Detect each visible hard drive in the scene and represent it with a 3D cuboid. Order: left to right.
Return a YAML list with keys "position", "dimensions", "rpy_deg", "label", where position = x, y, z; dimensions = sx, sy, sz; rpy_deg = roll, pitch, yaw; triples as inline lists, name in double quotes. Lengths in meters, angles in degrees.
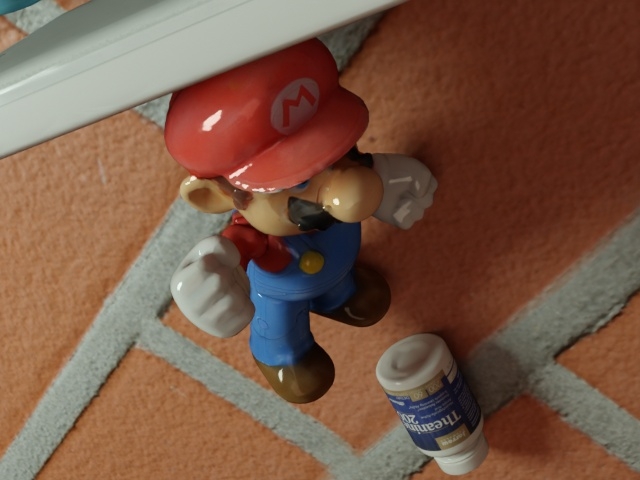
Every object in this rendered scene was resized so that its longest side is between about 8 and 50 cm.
- position: [-0.059, -0.146, 0.546]
  dimensions: [0.353, 0.233, 0.047]
  rpy_deg: [-16, 115, 25]
  label: "hard drive"

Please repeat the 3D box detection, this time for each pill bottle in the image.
- position: [0.102, 0.146, 0.799]
  dimensions: [0.067, 0.067, 0.120]
  rpy_deg: [-17, 116, 26]
  label: "pill bottle"

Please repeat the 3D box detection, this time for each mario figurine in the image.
- position: [0.000, 0.000, 0.620]
  dimensions: [0.170, 0.198, 0.320]
  rpy_deg: [-5, 144, 6]
  label: "mario figurine"

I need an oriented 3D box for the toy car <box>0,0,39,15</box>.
- position: [-0.325, -0.217, 0.576]
  dimensions: [0.210, 0.238, 0.219]
  rpy_deg: [-3, 122, 19]
  label: "toy car"
